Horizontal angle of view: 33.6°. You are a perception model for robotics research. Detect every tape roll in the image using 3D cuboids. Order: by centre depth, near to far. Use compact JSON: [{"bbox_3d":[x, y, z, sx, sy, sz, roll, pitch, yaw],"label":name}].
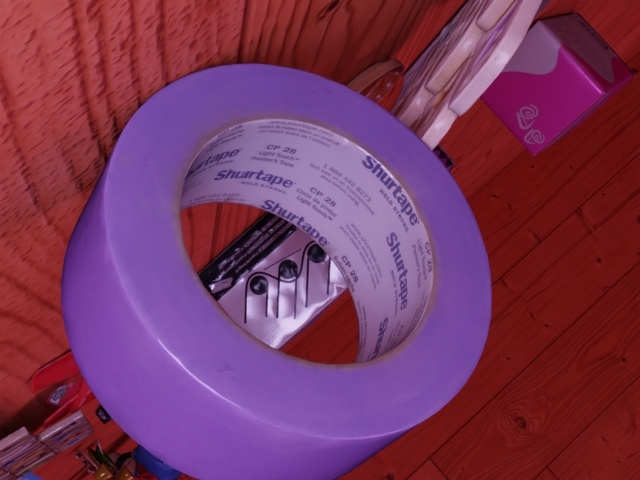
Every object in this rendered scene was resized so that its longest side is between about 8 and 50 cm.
[{"bbox_3d":[-0.020,0.016,0.498,0.189,0.189,0.080,-36,171,-39],"label":"tape roll"}]

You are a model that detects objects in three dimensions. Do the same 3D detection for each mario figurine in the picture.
[{"bbox_3d":[-0.272,0.326,1.644,0.198,0.170,0.320,12,125,-36],"label":"mario figurine"}]

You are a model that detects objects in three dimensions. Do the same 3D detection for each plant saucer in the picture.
[{"bbox_3d":[0.026,-0.102,0.768,0.083,0.013,0.083,-41,174,-6],"label":"plant saucer"}]

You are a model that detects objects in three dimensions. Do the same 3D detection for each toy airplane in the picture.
[{"bbox_3d":[-0.184,0.104,0.853,0.151,0.028,0.151,-39,172,-6],"label":"toy airplane"}]

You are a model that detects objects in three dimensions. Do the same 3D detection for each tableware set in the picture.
[{"bbox_3d":[-0.271,0.307,1.392,0.024,0.104,0.154,-42,175,-9],"label":"tableware set"}]

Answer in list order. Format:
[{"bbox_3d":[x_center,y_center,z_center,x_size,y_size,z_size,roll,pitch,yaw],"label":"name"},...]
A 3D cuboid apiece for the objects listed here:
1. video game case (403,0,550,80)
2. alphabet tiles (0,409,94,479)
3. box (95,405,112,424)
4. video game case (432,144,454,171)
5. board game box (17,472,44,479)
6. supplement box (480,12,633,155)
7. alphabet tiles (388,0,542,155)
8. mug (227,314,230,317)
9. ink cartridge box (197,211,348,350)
[{"bbox_3d":[0.167,-0.208,0.869,0.190,0.022,0.173,-34,171,-45],"label":"video game case"},{"bbox_3d":[-0.281,0.198,0.875,0.198,0.009,0.237,-30,172,-15],"label":"alphabet tiles"},{"bbox_3d":[-0.207,0.165,1.180,0.067,0.018,0.083,-35,171,-47],"label":"box"},{"bbox_3d":[0.082,-0.029,1.489,0.232,0.042,0.210,-41,175,-4],"label":"video game case"},{"bbox_3d":[-0.377,0.351,1.125,0.211,0.039,0.160,-48,-168,41],"label":"board game box"},{"bbox_3d":[0.282,-0.191,1.263,0.114,0.111,0.220,-43,173,26],"label":"supplement box"},{"bbox_3d":[0.099,-0.137,0.628,0.284,0.021,0.278,-51,-174,50],"label":"alphabet tiles"},{"bbox_3d":[-0.119,0.133,1.331,0.064,0.062,0.078,-36,171,32],"label":"mug"},{"bbox_3d":[0.000,0.000,0.938,0.207,0.097,0.046,-42,174,2],"label":"ink cartridge box"}]
